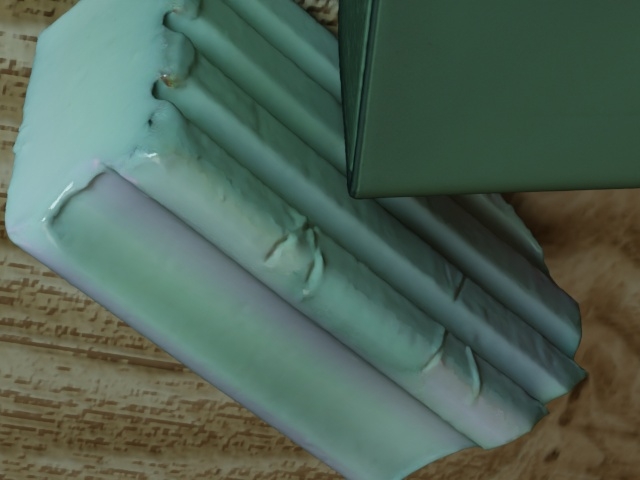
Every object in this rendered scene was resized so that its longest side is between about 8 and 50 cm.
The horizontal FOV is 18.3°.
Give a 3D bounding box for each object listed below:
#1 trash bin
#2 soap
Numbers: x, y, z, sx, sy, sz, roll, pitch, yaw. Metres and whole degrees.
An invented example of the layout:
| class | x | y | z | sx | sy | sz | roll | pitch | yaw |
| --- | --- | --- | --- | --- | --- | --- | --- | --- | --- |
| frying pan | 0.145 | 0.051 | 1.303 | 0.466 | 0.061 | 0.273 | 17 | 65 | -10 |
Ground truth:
| class | x | y | z | sx | sy | sz | roll | pitch | yaw |
| --- | --- | --- | --- | --- | --- | --- | --- | --- | --- |
| trash bin | 0.186 | -0.145 | 1.002 | 0.343 | 0.158 | 0.223 | -1 | 135 | -6 |
| soap | 0.000 | 0.000 | 1.103 | 0.115 | 0.208 | 0.347 | -32 | 126 | 30 |
